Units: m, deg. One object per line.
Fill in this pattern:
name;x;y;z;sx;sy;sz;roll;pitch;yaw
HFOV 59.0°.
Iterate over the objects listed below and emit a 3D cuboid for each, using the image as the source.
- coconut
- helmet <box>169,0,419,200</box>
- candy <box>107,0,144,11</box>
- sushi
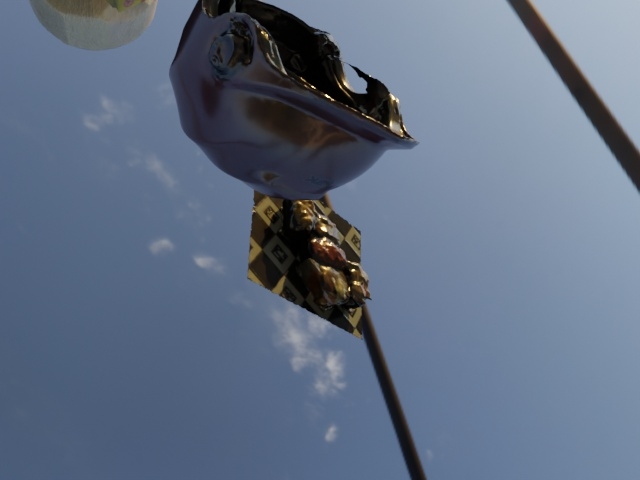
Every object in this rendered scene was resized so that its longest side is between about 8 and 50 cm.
coconut;-0.397;-0.470;0.979;0.237;0.266;0.237;6;-103;-24
helmet;-0.055;-0.160;0.693;0.271;0.197;0.338;10;-141;-50
candy;-0.187;-0.437;0.771;0.276;0.146;0.088;-39;-90;-24
sushi;0.000;0.000;1.052;0.294;0.059;0.292;32;-140;-32
